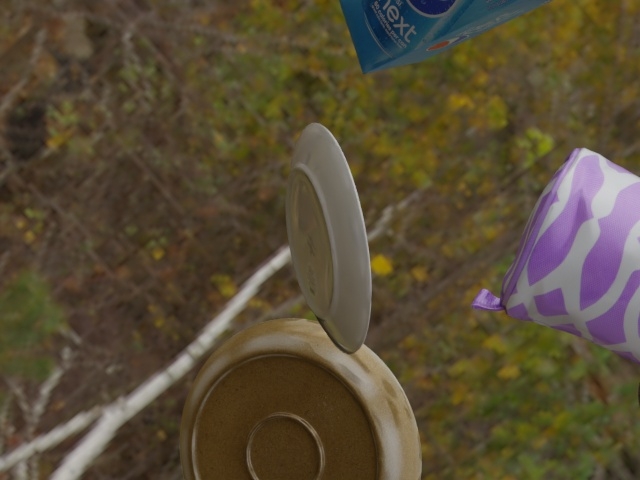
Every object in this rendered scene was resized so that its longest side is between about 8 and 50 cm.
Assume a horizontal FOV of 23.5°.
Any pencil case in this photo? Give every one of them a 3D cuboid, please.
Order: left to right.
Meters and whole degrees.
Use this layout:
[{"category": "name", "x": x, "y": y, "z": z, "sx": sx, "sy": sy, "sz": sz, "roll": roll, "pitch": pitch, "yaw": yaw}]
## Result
[{"category": "pencil case", "x": 0.179, "y": 0.037, "z": 0.683, "sx": 0.206, "sy": 0.088, "sz": 0.086, "roll": 29, "pitch": 25, "yaw": 9}]

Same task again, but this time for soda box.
[{"category": "soda box", "x": 0.113, "y": -0.194, "z": 1.177, "sx": 0.071, "sy": 0.210, "sz": 0.067, "roll": -17, "pitch": 88, "yaw": -42}]

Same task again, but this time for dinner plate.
[{"category": "dinner plate", "x": 0.000, "y": 0.000, "z": 0.928, "sx": 0.141, "sy": 0.017, "sz": 0.141, "roll": 170, "pitch": -90, "yaw": -75}]

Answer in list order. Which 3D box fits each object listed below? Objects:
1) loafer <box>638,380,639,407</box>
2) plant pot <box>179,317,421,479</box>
[{"category": "loafer", "x": 0.468, "y": 0.250, "z": 1.548, "sx": 0.366, "sy": 0.134, "sz": 0.130, "roll": 48, "pitch": -2, "yaw": 17}, {"category": "plant pot", "x": -0.027, "y": 0.187, "z": 1.349, "sx": 0.236, "sy": 0.236, "sz": 0.032, "roll": 55, "pitch": 21, "yaw": 13}]
